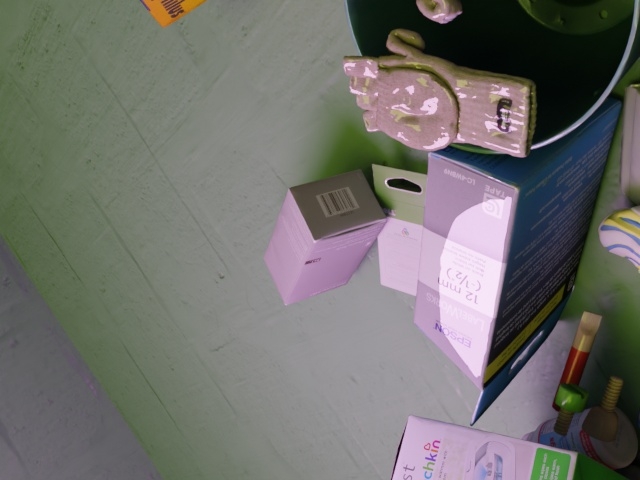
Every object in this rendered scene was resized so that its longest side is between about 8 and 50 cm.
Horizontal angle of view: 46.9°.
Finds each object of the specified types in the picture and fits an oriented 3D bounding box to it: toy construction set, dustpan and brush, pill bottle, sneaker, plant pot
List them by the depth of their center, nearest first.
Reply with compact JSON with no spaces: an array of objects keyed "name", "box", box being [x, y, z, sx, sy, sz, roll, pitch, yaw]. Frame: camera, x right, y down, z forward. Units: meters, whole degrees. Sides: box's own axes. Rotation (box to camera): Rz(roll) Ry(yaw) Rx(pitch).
[{"name":"plant pot","box":[0.207,-0.264,0.730,0.293,0.235,0.292,25,132,31]},{"name":"dustpan and brush","box":[0.393,-0.067,0.770,0.211,0.060,0.147,-105,2,-56]},{"name":"sneaker","box":[0.366,0.036,0.771,0.091,0.126,0.240,28,174,-19]},{"name":"toy construction set","box":[0.432,0.156,0.836,0.309,0.258,0.237,23,106,36]},{"name":"pill bottle","box":[0.366,0.296,1.067,0.087,0.087,0.160,53,141,3]}]

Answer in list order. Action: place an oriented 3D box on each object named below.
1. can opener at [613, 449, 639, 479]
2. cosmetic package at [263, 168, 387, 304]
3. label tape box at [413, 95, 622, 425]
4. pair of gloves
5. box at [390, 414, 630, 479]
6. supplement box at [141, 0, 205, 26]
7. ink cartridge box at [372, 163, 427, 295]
[{"name":"can opener","box":[0.486,0.430,1.049,0.093,0.074,0.280,-17,103,50]},{"name":"cosmetic package","box":[0.000,0.000,1.152,0.107,0.127,0.238,63,158,22]},{"name":"label tape box","box":[0.224,0.014,0.886,0.115,0.249,0.347,28,135,30]},{"name":"pair of gloves","box":[0.098,-0.197,0.668,0.204,0.042,0.240,10,125,37]},{"name":"box","box":[0.255,0.331,0.932,0.231,0.126,0.262,1,157,45]},{"name":"supplement box","box":[-0.247,-0.508,0.992,0.356,0.195,0.194,57,-179,-1]},{"name":"ink cartridge box","box":[0.143,-0.020,1.094,0.109,0.062,0.209,18,127,38]}]
